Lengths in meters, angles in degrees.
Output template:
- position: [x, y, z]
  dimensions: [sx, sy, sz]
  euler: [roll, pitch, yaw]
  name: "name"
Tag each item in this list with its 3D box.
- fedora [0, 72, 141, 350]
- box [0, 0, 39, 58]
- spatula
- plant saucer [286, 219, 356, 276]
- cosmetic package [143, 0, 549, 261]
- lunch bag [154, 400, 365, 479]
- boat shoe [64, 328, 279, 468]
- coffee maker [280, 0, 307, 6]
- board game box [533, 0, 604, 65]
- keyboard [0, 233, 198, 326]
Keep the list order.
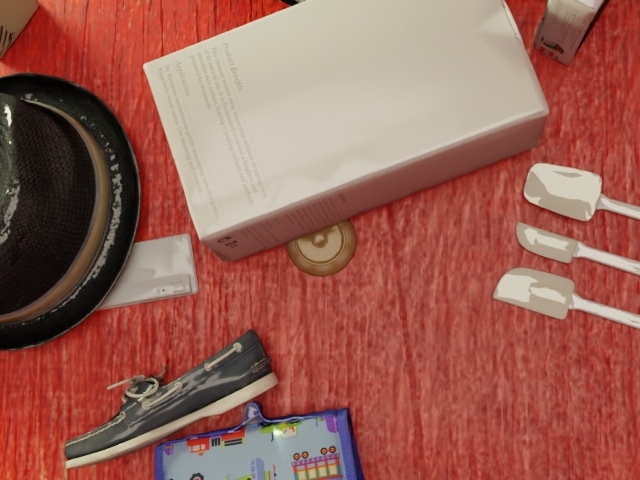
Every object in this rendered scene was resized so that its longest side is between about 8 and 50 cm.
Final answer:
- position: [-0.366, -0.045, 1.086]
  dimensions: [0.334, 0.152, 0.334]
  euler: [-1, 82, 6]
  name: "fedora"
- position: [-0.423, -0.295, 1.060]
  dimensions: [0.113, 0.275, 0.094]
  euler: [36, 91, 8]
  name: "box"
- position: [0.333, 0.020, 1.084]
  dimensions: [0.242, 0.019, 0.168]
  euler: [16, 86, 7]
  name: "spatula"
- position: [0.000, 0.000, 1.121]
  dimensions: [0.083, 0.015, 0.083]
  euler: [-1, 85, 6]
  name: "plant saucer"
- position: [0.029, -0.146, 1.057]
  dimensions: [0.385, 0.156, 0.217]
  euler: [-18, 78, 2]
  name: "cosmetic package"
- position: [-0.056, 0.321, 1.044]
  dimensions: [0.221, 0.138, 0.293]
  euler: [-12, 78, 5]
  name: "lunch bag"
- position: [-0.174, 0.179, 1.082]
  dimensions: [0.254, 0.095, 0.079]
  euler: [-25, 84, 2]
  name: "boat shoe"
- position: [-0.054, -0.343, 1.098]
  dimensions: [0.178, 0.120, 0.171]
  euler: [22, 45, -9]
  name: "coffee maker"
- position: [0.336, -0.350, 1.031]
  dimensions: [0.053, 0.193, 0.305]
  euler: [32, 89, 8]
  name: "board game box"
- position: [-0.274, 0.048, 1.148]
  dimensions: [0.256, 0.014, 0.072]
  euler: [-10, 79, 4]
  name: "keyboard"
